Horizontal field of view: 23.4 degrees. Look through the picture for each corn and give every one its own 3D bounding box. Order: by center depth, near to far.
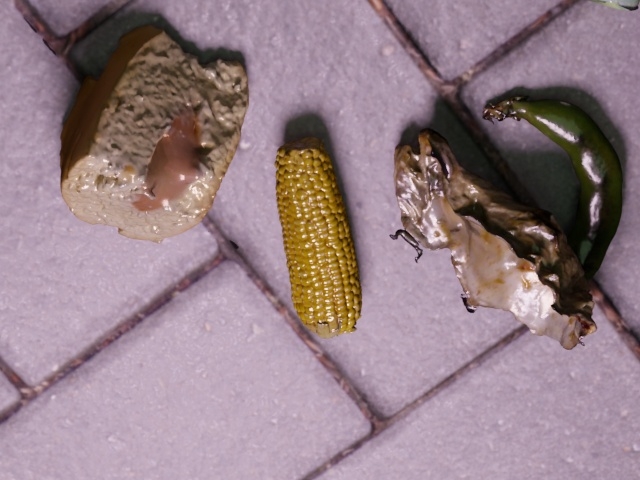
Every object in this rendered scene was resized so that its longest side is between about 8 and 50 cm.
[{"bbox_3d":[-0.004,-0.001,1.939,0.091,0.091,0.260,8,117,36],"label":"corn"}]

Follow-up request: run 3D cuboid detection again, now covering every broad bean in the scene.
[{"bbox_3d":[0.315,-0.065,1.967,0.144,0.049,0.292,-18,111,12],"label":"broad bean"}]

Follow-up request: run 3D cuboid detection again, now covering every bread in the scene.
[{"bbox_3d":[-0.220,-0.115,1.885,0.184,0.224,0.211,27,149,-20],"label":"bread"}]

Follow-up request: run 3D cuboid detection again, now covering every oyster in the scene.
[{"bbox_3d":[0.210,0.006,1.932,0.337,0.198,0.133,40,59,-3],"label":"oyster"}]

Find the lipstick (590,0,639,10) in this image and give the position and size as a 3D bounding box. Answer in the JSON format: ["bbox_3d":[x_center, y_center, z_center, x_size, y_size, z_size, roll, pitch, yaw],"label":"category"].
[{"bbox_3d":[0.378,-0.421,1.814,0.076,0.076,0.304,10,111,-9],"label":"lipstick"}]
